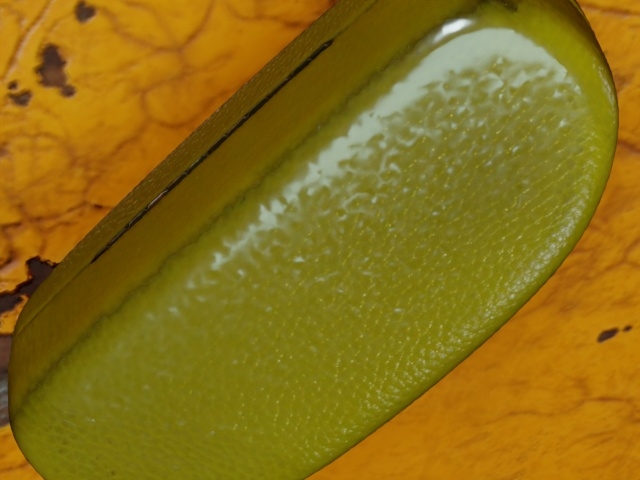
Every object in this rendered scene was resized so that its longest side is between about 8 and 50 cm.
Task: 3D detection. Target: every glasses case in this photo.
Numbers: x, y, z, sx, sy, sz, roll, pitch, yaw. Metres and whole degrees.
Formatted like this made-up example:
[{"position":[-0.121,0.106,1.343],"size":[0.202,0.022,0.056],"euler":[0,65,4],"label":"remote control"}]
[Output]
[{"position":[0.000,0.000,0.941],"size":[0.371,0.141,0.173],"euler":[-41,117,18],"label":"glasses case"}]
